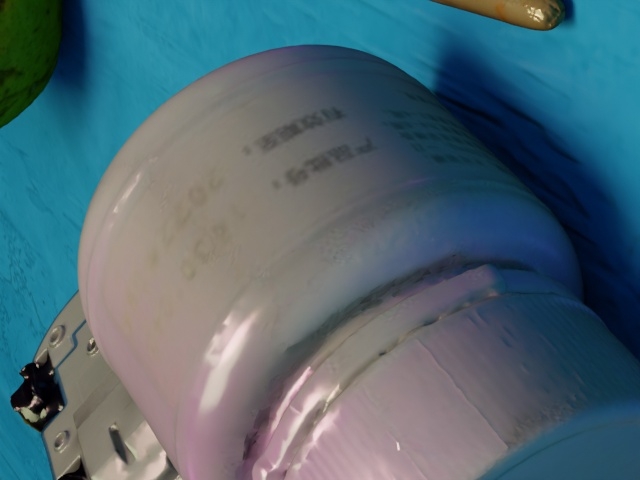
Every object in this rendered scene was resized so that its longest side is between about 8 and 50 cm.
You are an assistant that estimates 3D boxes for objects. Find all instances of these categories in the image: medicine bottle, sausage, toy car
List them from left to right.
[{"bbox_3d":[-0.138,0.143,1.412,0.166,0.198,0.314,35,-167,-34],"label":"toy car"},{"bbox_3d":[0.030,0.064,0.879,0.302,0.241,0.241,50,149,41],"label":"medicine bottle"},{"bbox_3d":[0.086,-0.131,0.884,0.132,0.024,0.024,31,135,58],"label":"sausage"}]

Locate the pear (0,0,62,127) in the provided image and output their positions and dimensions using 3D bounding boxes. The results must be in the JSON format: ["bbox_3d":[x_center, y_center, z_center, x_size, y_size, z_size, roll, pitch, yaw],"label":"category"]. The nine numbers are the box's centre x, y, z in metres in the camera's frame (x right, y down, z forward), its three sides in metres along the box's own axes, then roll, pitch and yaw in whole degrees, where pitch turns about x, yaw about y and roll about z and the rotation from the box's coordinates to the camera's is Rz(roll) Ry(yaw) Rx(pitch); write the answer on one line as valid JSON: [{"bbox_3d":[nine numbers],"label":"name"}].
[{"bbox_3d":[-0.436,-0.229,1.550,0.391,0.391,0.391,47,147,44],"label":"pear"}]
